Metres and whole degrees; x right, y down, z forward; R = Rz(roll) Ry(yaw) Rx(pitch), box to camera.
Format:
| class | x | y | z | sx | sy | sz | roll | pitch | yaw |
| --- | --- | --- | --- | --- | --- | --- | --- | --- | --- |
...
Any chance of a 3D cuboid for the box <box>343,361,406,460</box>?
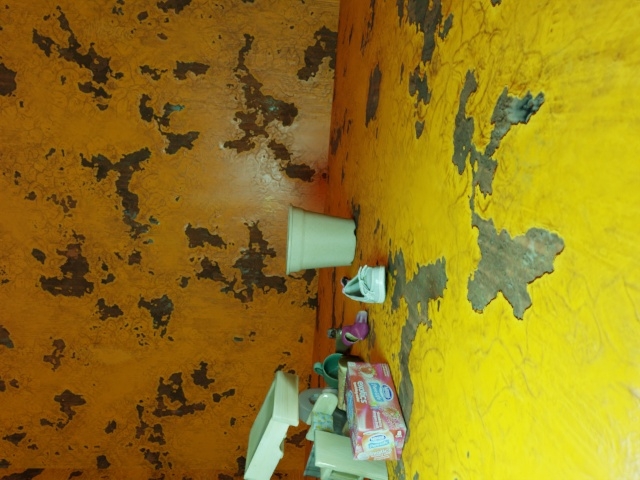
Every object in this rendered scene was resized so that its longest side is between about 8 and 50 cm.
| class | x | y | z | sx | sy | sz | roll | pitch | yaw |
| --- | --- | --- | --- | --- | --- | --- | --- | --- | --- |
| box | 0.144 | 0.470 | 1.292 | 0.256 | 0.128 | 0.122 | -97 | 12 | -64 |

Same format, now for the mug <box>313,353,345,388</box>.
| class | x | y | z | sx | sy | sz | roll | pitch | yaw |
| --- | --- | --- | --- | --- | --- | --- | --- | --- | --- |
| mug | 0.064 | 0.559 | 1.977 | 0.129 | 0.158 | 0.097 | -37 | -36 | -33 |

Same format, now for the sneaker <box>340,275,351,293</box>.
| class | x | y | z | sx | sy | sz | roll | pitch | yaw |
| --- | --- | --- | --- | --- | --- | --- | --- | --- | --- |
| sneaker | 0.127 | 0.199 | 2.137 | 0.119 | 0.047 | 0.057 | -98 | 32 | -56 |

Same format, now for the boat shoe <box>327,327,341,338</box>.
| class | x | y | z | sx | sy | sz | roll | pitch | yaw |
| --- | --- | --- | --- | --- | --- | --- | --- | --- | --- |
| boat shoe | 0.069 | 0.490 | 2.407 | 0.183 | 0.066 | 0.066 | 119 | 153 | -78 |

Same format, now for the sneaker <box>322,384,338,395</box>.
| class | x | y | z | sx | sy | sz | roll | pitch | yaw |
| --- | --- | --- | --- | --- | --- | --- | --- | --- | --- |
| sneaker | 0.060 | 0.652 | 2.079 | 0.258 | 0.094 | 0.091 | 62 | -151 | -74 |

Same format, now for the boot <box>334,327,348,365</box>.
| class | x | y | z | sx | sy | sz | roll | pitch | yaw |
| --- | --- | --- | --- | --- | --- | --- | --- | --- | --- |
| boot | 0.102 | 0.453 | 2.088 | 0.152 | 0.073 | 0.197 | -65 | -9 | -75 |

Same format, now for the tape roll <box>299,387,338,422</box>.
| class | x | y | z | sx | sy | sz | roll | pitch | yaw |
| --- | --- | --- | --- | --- | --- | --- | --- | --- | --- |
| tape roll | -0.001 | 0.783 | 2.176 | 0.219 | 0.220 | 0.072 | -112 | 26 | -77 |

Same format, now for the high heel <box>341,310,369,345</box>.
| class | x | y | z | sx | sy | sz | roll | pitch | yaw |
| --- | --- | --- | --- | --- | --- | --- | --- | --- | --- |
| high heel | 0.130 | 0.376 | 1.764 | 0.244 | 0.082 | 0.117 | 119 | 166 | -49 |

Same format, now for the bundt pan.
| class | x | y | z | sx | sy | sz | roll | pitch | yaw |
| --- | --- | --- | --- | --- | --- | --- | --- | --- | --- |
| bundt pan | 0.042 | 0.800 | 1.861 | 0.331 | 0.124 | 0.330 | 17 | -90 | -84 |

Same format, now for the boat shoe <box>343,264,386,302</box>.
| class | x | y | z | sx | sy | sz | roll | pitch | yaw |
| --- | --- | --- | --- | --- | --- | --- | --- | --- | --- |
| boat shoe | 0.151 | 0.150 | 1.532 | 0.320 | 0.103 | 0.118 | 116 | 156 | -77 |

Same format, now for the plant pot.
| class | x | y | z | sx | sy | sz | roll | pitch | yaw |
| --- | --- | --- | --- | --- | --- | --- | --- | --- | --- |
| plant pot | 0.000 | 0.000 | 2.143 | 0.334 | 0.306 | 0.333 | -177 | 90 | -85 |

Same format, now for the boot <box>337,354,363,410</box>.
| class | x | y | z | sx | sy | sz | roll | pitch | yaw |
| --- | --- | --- | --- | --- | --- | --- | --- | --- | --- |
| boot | 0.108 | 0.552 | 1.766 | 0.262 | 0.095 | 0.203 | 88 | -174 | -83 |

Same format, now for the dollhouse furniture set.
| class | x | y | z | sx | sy | sz | roll | pitch | yaw |
| --- | --- | --- | --- | --- | --- | --- | --- | --- | --- |
| dollhouse furniture set | 0.017 | 0.567 | 1.308 | 0.362 | 0.395 | 0.256 | -95 | 26 | -64 |
